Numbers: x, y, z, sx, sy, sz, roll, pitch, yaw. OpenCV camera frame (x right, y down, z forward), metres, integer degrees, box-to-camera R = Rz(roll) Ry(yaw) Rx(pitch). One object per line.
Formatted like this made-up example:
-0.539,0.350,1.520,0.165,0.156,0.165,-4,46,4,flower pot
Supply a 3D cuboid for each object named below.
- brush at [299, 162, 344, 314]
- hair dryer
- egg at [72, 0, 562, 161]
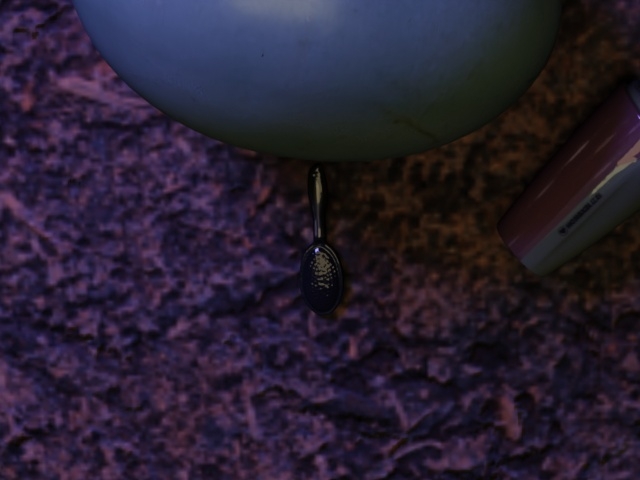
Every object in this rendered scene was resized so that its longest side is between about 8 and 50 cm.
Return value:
0.000,0.000,0.955,0.024,0.008,0.083,0,107,6,brush
0.178,0.002,0.929,0.154,0.054,0.106,37,110,-13,hair dryer
-0.003,-0.120,0.835,0.231,0.168,0.168,13,107,-7,egg
